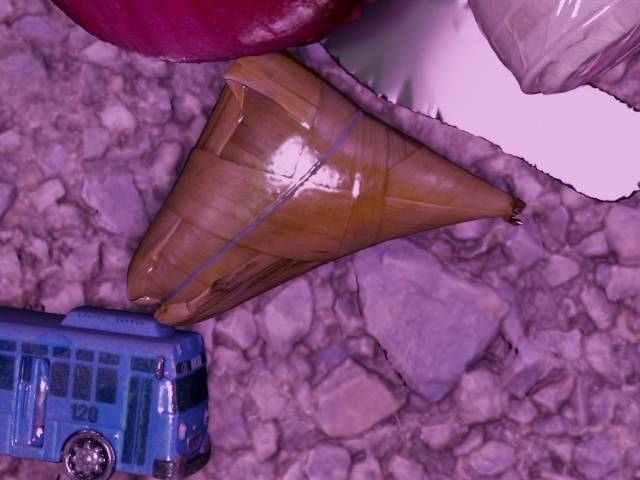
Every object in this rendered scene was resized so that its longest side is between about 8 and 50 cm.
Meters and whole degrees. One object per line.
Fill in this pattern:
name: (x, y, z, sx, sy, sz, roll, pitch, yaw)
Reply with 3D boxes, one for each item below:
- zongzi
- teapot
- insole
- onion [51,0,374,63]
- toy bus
zongzi: (0.000, 0.000, 1.462, 0.256, 0.115, 0.228, 29, 102, -3)
teapot: (0.198, -0.231, 1.370, 0.221, 0.163, 0.178, -36, 82, 12)
insole: (0.119, -0.133, 1.470, 0.322, 0.007, 0.109, 30, 102, 5)
onion: (-0.102, -0.299, 1.304, 0.347, 0.385, 0.348, -4, 82, 27)
toy bus: (-0.206, 0.118, 1.498, 0.234, 0.116, 0.134, 6, 94, 11)
